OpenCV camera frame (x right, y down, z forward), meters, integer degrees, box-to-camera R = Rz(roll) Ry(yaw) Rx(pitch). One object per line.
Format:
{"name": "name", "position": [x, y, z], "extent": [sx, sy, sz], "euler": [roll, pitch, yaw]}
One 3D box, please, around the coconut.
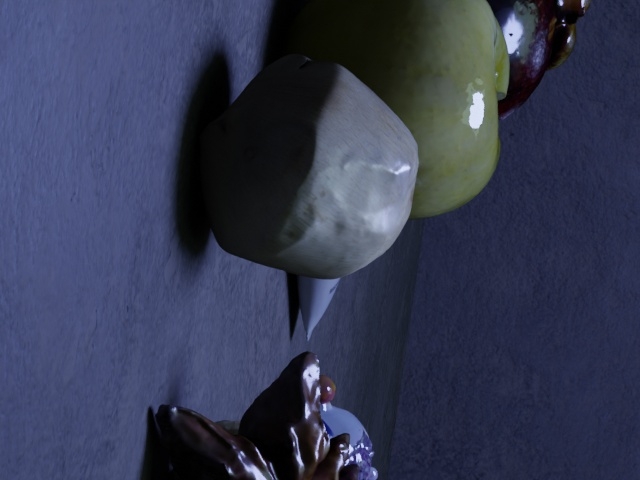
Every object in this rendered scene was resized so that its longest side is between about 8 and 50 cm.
{"name": "coconut", "position": [-0.018, -0.072, 1.635], "extent": [0.224, 0.224, 0.224], "euler": [8, 90, -81]}

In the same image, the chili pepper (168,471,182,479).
{"name": "chili pepper", "position": [-0.139, 0.238, 1.662], "extent": [0.027, 0.022, 0.083], "euler": [56, 30, -24]}

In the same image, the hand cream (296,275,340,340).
{"name": "hand cream", "position": [0.000, 0.000, 2.157], "extent": [0.314, 0.089, 0.139], "euler": [97, 8, -60]}

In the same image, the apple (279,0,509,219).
{"name": "apple", "position": [0.083, -0.168, 1.939], "extent": [0.292, 0.254, 0.292], "euler": [3, 90, -83]}

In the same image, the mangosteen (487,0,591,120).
{"name": "mangosteen", "position": [0.204, -0.303, 2.323], "extent": [0.307, 0.347, 0.306], "euler": [34, -51, 56]}

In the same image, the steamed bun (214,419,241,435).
{"name": "steamed bun", "position": [-0.063, 0.263, 1.795], "extent": [0.155, 0.141, 0.172], "euler": [-21, 115, -86]}

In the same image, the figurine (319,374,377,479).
{"name": "figurine", "position": [-0.014, 0.259, 2.126], "extent": [0.194, 0.133, 0.274], "euler": [-62, 161, -23]}

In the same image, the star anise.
{"name": "star anise", "position": [-0.043, 0.279, 1.635], "extent": [0.109, 0.292, 0.349], "euler": [14, -84, 62]}
